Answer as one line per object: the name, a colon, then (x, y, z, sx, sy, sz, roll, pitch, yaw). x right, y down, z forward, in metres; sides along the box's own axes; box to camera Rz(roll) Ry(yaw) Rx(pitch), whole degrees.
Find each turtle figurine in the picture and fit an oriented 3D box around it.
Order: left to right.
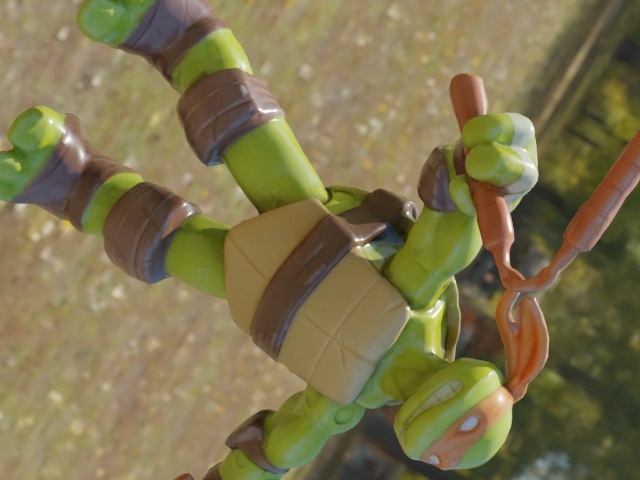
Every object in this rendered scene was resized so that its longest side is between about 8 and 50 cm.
turtle figurine: (0.000, 0.000, 0.633, 0.087, 0.217, 0.269, -23, 151, -53)
